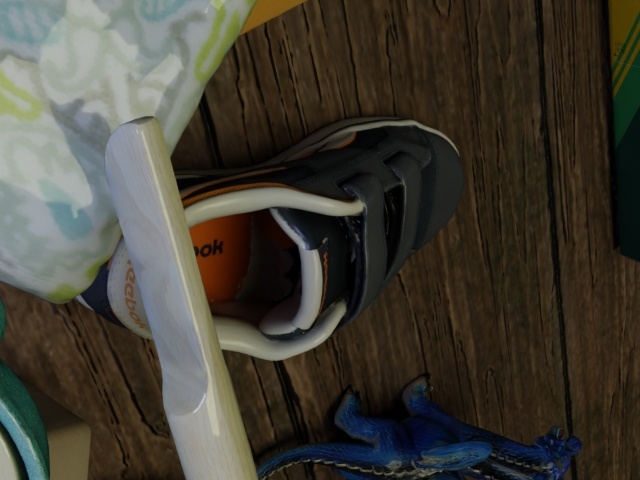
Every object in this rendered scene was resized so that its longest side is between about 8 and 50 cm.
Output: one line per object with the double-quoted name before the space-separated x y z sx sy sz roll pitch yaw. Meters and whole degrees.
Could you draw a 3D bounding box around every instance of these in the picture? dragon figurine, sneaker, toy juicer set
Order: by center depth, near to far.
"toy juicer set" -0.149 0.118 0.397 0.329 0.089 0.209 -28 105 20
"sneaker" 0.000 0.000 0.622 0.321 0.127 0.126 -17 118 -36
"dragon figurine" 0.082 0.180 0.759 0.289 0.144 0.085 -2 111 -39

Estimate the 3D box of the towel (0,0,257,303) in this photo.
"towel" -0.140 -0.203 0.372 0.320 0.090 0.375 33 84 -28

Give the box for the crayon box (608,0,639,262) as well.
"crayon box" 0.429 -0.183 0.908 0.363 0.106 0.313 -32 126 -25

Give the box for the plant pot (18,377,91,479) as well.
"plant pot" -0.192 0.136 0.542 0.096 0.109 0.109 -13 118 -49

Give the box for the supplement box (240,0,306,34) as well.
"supplement box" -0.016 -0.189 0.553 0.233 0.080 0.078 -32 128 -23
